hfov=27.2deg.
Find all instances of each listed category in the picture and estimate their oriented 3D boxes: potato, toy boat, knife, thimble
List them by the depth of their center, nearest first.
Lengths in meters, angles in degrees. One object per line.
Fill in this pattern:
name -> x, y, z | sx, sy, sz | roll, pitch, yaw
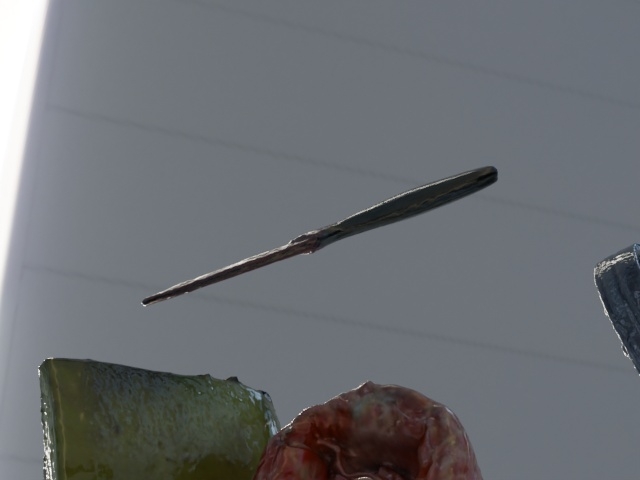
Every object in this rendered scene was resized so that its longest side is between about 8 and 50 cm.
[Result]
knife -> 0.000, 0.000, 0.857 | 0.247, 0.035, 0.018 | -21, -81, 0
thimble -> 0.050, 0.268, 1.284 | 0.239, 0.162, 0.239 | -14, -139, 13
potato -> -0.159, 0.299, 1.427 | 0.280, 0.330, 0.213 | -4, -139, -20
toy boat -> 0.426, 0.100, 1.710 | 0.127, 0.078, 0.283 | 32, -155, -26
